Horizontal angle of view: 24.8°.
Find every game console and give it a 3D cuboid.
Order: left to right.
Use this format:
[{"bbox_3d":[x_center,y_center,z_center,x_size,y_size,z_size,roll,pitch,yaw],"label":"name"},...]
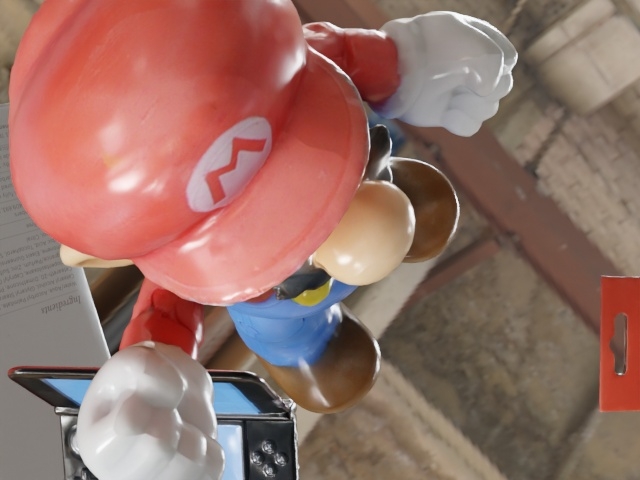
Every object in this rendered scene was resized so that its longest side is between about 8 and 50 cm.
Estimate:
[{"bbox_3d":[-0.091,0.121,0.813,0.085,0.144,0.124,-39,-52,-73],"label":"game console"}]

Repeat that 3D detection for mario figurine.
[{"bbox_3d":[0.000,0.000,0.571,0.320,0.170,0.198,40,-139,-72],"label":"mario figurine"}]

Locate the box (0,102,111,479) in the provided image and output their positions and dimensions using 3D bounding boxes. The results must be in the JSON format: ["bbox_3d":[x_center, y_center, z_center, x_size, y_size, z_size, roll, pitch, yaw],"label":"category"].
[{"bbox_3d":[-0.302,0.091,1.142,0.168,0.215,0.345,-20,-87,-52],"label":"box"}]

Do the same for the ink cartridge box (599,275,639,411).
[{"bbox_3d":[0.179,0.045,0.624,0.115,0.029,0.062,0,-90,-11],"label":"ink cartridge box"}]
